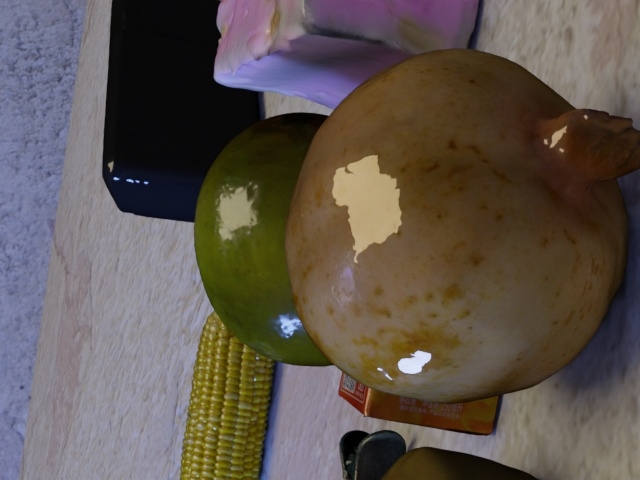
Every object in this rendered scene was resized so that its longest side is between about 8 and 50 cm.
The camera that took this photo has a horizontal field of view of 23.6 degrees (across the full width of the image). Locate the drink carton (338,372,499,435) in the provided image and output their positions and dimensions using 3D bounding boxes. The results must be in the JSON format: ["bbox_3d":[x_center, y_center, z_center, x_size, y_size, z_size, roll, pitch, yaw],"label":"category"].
[{"bbox_3d":[0.083,0.011,1.033,0.071,0.096,0.222,-162,84,-73],"label":"drink carton"}]

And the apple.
[{"bbox_3d":[0.000,0.000,1.167,0.157,0.196,0.196,21,100,42],"label":"apple"}]

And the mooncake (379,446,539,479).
[{"bbox_3d":[0.075,0.244,0.887,0.235,0.117,0.234,-167,90,-70],"label":"mooncake"}]

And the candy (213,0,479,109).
[{"bbox_3d":[0.015,-0.181,1.274,0.265,0.156,0.115,172,112,-72],"label":"candy"}]

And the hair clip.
[{"bbox_3d":[0.028,0.257,1.152,0.070,0.039,0.229,160,118,-69],"label":"hair clip"}]

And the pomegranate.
[{"bbox_3d":[0.076,-0.006,0.890,0.207,0.207,0.207,-169,90,-73],"label":"pomegranate"}]

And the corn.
[{"bbox_3d":[-0.094,0.186,1.510,0.081,0.081,0.248,156,123,-69],"label":"corn"}]

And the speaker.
[{"bbox_3d":[-0.176,-0.145,1.847,0.388,0.180,0.184,-95,17,-45],"label":"speaker"}]
